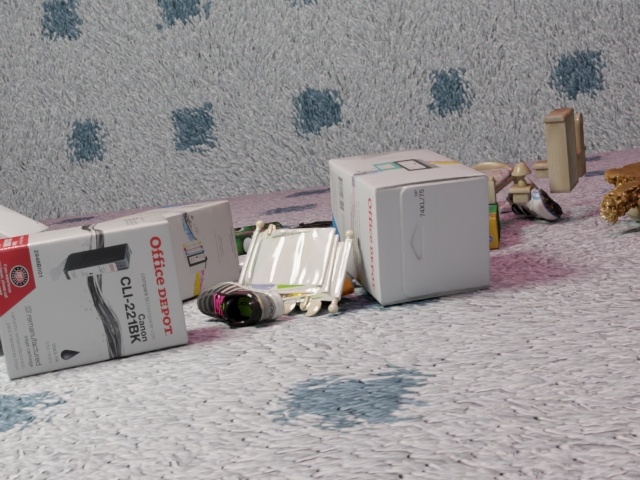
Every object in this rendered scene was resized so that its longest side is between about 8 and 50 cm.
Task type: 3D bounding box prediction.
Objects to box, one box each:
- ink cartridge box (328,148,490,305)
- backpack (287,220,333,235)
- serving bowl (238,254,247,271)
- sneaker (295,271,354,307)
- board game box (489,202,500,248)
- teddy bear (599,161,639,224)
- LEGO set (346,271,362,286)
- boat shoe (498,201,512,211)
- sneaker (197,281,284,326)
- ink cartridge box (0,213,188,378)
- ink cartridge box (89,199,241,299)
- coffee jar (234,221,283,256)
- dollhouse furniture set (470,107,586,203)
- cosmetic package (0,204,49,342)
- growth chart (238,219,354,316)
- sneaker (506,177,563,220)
[{"bbox_3d":[0.147,-0.033,1.652,0.197,0.198,0.270,-8,17,-13],"label":"ink cartridge box"},{"bbox_3d":[0.000,0.000,2.075,0.114,0.084,0.105,-9,6,19],"label":"backpack"},{"bbox_3d":[-0.163,0.047,2.106,0.083,0.027,0.083,-7,8,1],"label":"serving bowl"},{"bbox_3d":[-0.040,0.045,1.682,0.099,0.121,0.262,-14,11,-34],"label":"sneaker"},{"bbox_3d":[0.223,-0.018,2.062,0.316,0.064,0.242,-6,8,12],"label":"board game box"},{"bbox_3d":[0.682,-0.065,1.890,0.245,0.113,0.338,-19,19,-22],"label":"teddy bear"},{"bbox_3d":[0.109,0.055,1.822,0.182,0.060,0.244,15,22,39],"label":"LEGO set"},{"bbox_3d":[0.484,-0.094,2.435,0.100,0.035,0.035,-13,10,-33],"label":"boat shoe"},{"bbox_3d":[-0.145,0.104,1.567,0.170,0.063,0.075,4,7,34],"label":"sneaker"},{"bbox_3d":[-0.351,0.080,1.469,0.273,0.197,0.114,-11,10,-15],"label":"ink cartridge box"},{"bbox_3d":[-0.302,0.026,1.887,0.171,0.168,0.232,-2,10,37],"label":"ink cartridge box"},{"bbox_3d":[-0.174,0.009,2.198,0.184,0.079,0.096,-9,11,-12],"label":"coffee jar"},{"bbox_3d":[0.406,-0.204,2.225,0.355,0.174,0.303,0,16,27],"label":"dollhouse furniture set"},{"bbox_3d":[-0.613,0.042,1.606,0.224,0.225,0.138,24,12,1],"label":"cosmetic package"},{"bbox_3d":[-0.047,0.046,1.621,0.237,0.172,0.021,4,-25,38],"label":"growth chart"},{"bbox_3d":[0.498,-0.082,2.254,0.086,0.085,0.237,-46,14,8],"label":"sneaker"}]
